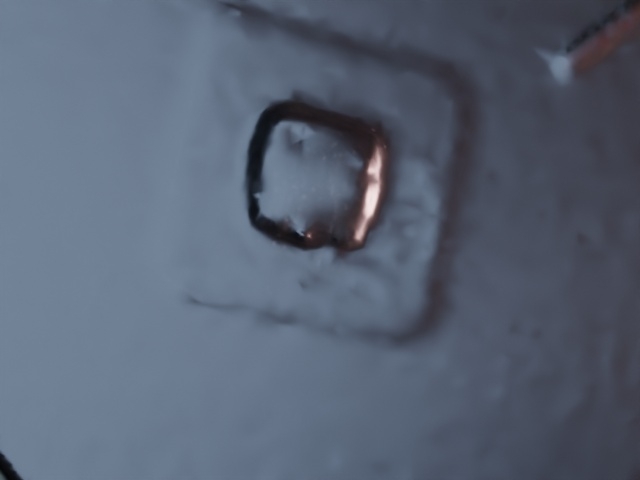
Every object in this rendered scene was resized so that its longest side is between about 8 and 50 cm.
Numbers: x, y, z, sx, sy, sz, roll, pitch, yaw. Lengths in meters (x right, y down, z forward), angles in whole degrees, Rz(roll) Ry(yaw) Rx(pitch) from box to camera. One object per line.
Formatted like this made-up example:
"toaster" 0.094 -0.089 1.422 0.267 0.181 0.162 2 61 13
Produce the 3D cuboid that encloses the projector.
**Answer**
"projector" 0.000 0.000 0.427 0.259 0.079 0.257 10 80 -11
